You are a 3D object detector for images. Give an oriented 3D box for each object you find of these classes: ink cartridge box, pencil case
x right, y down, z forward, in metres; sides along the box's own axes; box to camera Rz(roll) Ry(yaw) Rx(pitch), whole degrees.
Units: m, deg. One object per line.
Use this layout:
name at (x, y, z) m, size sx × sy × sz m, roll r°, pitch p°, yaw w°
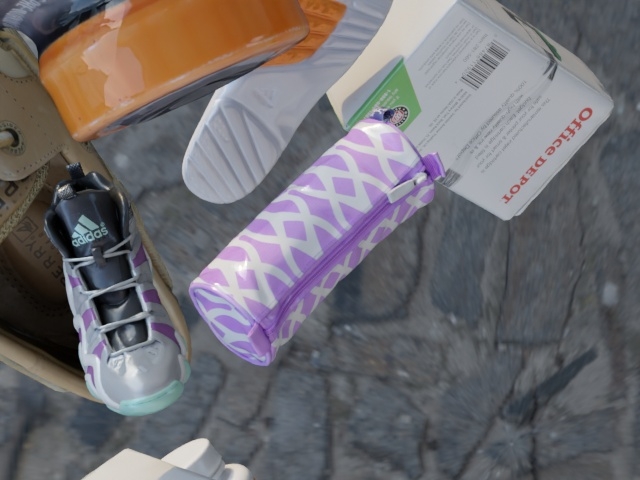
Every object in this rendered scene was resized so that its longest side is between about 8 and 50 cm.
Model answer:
ink cartridge box at (0.138, -0.137, 1.483) m, size 0.160 × 0.219 × 0.092 m, roll -48°, pitch 37°, yaw 19°
pencil case at (0.000, 0.000, 1.158) m, size 0.206 × 0.086 × 0.088 m, roll -45°, pitch 41°, yaw -19°

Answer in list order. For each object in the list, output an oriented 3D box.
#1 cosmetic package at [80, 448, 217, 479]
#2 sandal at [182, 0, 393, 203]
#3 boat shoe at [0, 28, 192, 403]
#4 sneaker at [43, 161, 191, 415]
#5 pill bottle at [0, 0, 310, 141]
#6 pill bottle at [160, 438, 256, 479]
cosmetic package at (-0.106, 0.259, 0.757) m, size 0.225 × 0.138 × 0.224 m, roll -33°, pitch 116°, yaw -35°
sandal at (-0.043, -0.156, 1.396) m, size 0.102 × 0.076 × 0.265 m, roll 29°, pitch 108°, yaw -25°
boat shoe at (-0.151, -0.040, 0.633) m, size 0.121 × 0.341 × 0.110 m, roll -45°, pitch 51°, yaw -1°
sneaker at (-0.076, 0.010, 0.553) m, size 0.038 × 0.069 × 0.098 m, roll -22°, pitch 41°, yaw -8°
pill bottle at (-0.092, -0.158, 0.519) m, size 0.130 × 0.130 × 0.245 m, roll -24°, pitch 93°, yaw 3°
pill bottle at (-0.090, 0.310, 1.617) m, size 0.117 × 0.117 × 0.215 m, roll -32°, pitch 101°, yaw 2°
